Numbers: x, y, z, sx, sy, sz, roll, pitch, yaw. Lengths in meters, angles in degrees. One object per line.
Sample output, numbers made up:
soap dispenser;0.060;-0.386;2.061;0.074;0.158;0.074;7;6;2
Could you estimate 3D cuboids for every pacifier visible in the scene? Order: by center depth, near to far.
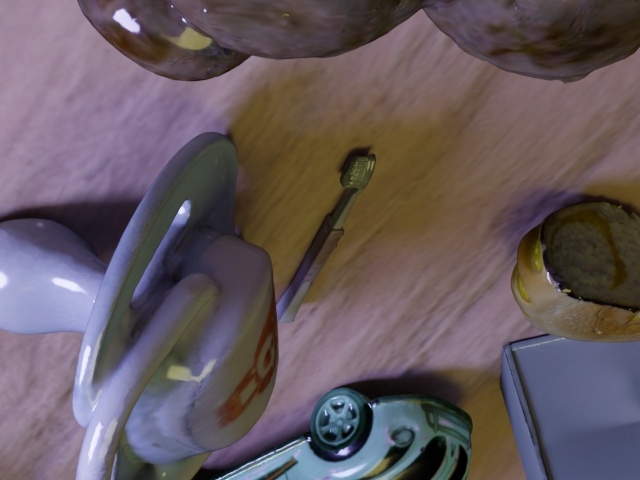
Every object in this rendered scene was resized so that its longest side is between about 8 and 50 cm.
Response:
pacifier;-0.135;0.048;1.208;0.207;0.227;0.279;24;153;15

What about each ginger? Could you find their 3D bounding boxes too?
ginger;0.028;-0.161;0.926;0.304;0.155;0.244;-5;157;0

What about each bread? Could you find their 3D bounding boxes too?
bread;0.186;0.031;1.367;0.157;0.083;0.094;9;146;-31

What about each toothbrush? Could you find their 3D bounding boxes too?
toothbrush;0.002;0.000;1.305;0.017;0.014;0.194;-3;149;-19

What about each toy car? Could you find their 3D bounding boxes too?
toy car;-0.015;0.222;1.570;0.306;0.125;0.136;-26;148;23

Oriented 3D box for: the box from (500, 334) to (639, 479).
box;0.225;0.179;1.492;0.129;0.225;0.086;-12;151;-3
